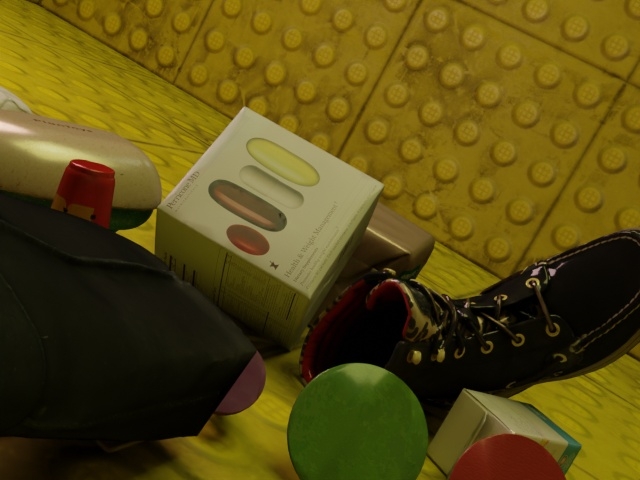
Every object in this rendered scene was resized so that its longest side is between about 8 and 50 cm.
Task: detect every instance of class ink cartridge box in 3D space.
[{"bbox_3d":[0.197,0.231,0.951,0.143,0.092,0.090,20,13,-37],"label":"ink cartridge box"}]

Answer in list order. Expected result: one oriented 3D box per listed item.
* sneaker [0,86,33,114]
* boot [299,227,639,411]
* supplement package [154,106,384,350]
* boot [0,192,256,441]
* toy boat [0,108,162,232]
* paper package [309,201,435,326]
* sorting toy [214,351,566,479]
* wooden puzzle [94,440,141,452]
[{"bbox_3d":[-0.458,-0.144,1.117,0.115,0.090,0.232,40,23,21],"label":"sneaker"},{"bbox_3d":[0.181,0.091,0.971,0.284,0.377,0.138,12,56,-42],"label":"boot"},{"bbox_3d":[-0.065,-0.015,1.054,0.203,0.194,0.149,29,-33,7],"label":"supplement package"},{"bbox_3d":[-0.236,-0.020,0.530,0.367,0.146,0.445,51,7,13],"label":"boot"},{"bbox_3d":[-0.288,-0.040,0.911,0.267,0.148,0.318,10,13,-30],"label":"toy boat"},{"bbox_3d":[0.000,0.000,1.332,0.309,0.168,0.325,30,10,10],"label":"paper package"},{"bbox_3d":[0.045,0.195,0.808,0.365,0.127,0.126,25,-18,-4],"label":"sorting toy"},{"bbox_3d":[-0.168,0.138,0.682,0.078,0.014,0.116,31,11,14],"label":"wooden puzzle"}]
